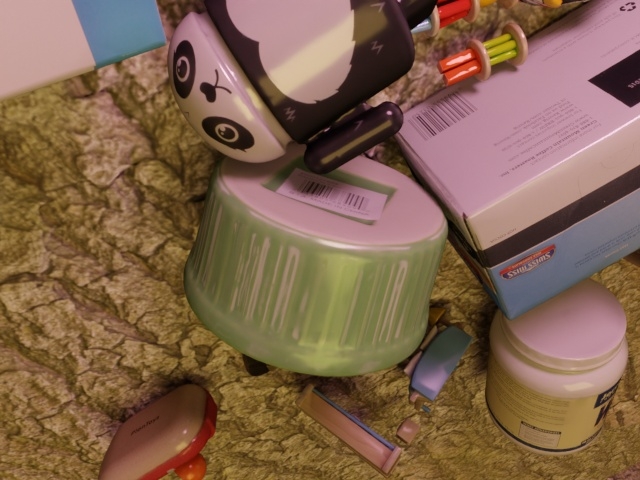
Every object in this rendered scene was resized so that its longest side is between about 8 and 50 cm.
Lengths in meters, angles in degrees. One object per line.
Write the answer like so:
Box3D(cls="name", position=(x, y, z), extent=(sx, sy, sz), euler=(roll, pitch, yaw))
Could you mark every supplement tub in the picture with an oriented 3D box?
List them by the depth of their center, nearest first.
Box3D(cls="supplement tub", position=(0.444, 0.239, 1.050), extent=(0.236, 0.235, 0.324), euler=(-18, 133, -6))

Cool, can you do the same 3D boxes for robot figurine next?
Box3D(cls="robot figurine", position=(-0.018, -0.198, 0.543), extent=(0.278, 0.209, 0.173), euler=(-33, 145, 7))

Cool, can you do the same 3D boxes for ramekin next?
Box3D(cls="ramekin", position=(0.000, 0.000, 0.644), extent=(0.304, 0.303, 0.148), euler=(2, 121, -22))

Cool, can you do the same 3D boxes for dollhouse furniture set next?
Box3D(cls="dollhouse furniture set", position=(0.135, 0.275, 1.082), extent=(0.303, 0.198, 0.286), euler=(-51, 159, -16))

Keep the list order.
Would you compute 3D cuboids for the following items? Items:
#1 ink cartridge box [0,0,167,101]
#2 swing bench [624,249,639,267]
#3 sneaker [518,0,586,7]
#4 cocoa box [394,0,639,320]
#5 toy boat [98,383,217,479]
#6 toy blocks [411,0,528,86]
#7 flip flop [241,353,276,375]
Box3D(cls="ink cartridge box", position=(-0.289, -0.205, 0.361), extent=(0.270, 0.198, 0.197), euler=(-31, 137, -25))
Box3D(cls="swing bench", position=(0.597, -0.041, 0.859), extent=(0.254, 0.254, 0.165), euler=(-21, 133, -4))
Box3D(cls="sneaker", position=(0.333, -0.324, 0.628), extent=(0.226, 0.092, 0.088), euler=(-26, 133, 0))
Box3D(cls="cocoa box", position=(0.314, -0.109, 0.708), extent=(0.347, 0.231, 0.228), euler=(-31, 133, 6))
Box3D(cls="toy boat", position=(-0.257, 0.365, 0.932), extent=(0.231, 0.151, 0.151), euler=(-33, 113, 9))
Box3D(cls="toy blocks", position=(0.160, -0.241, 0.645), extent=(0.148, 0.054, 0.123), euler=(-21, 116, -3))
Box3D(cls="flip flop", position=(-0.087, 0.130, 0.870), extent=(0.112, 0.080, 0.277), euler=(-15, 147, -15))
